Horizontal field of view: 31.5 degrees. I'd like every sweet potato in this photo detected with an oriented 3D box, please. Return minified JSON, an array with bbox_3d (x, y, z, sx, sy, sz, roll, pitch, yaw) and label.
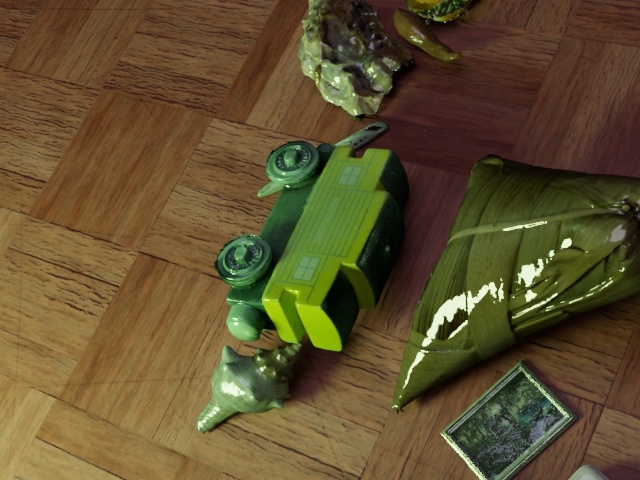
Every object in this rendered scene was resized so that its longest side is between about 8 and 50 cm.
[{"bbox_3d":[0.210,-0.397,2.242,0.050,0.050,0.214,-42,51,-2],"label":"sweet potato"}]

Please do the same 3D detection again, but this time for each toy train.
[{"bbox_3d":[0.000,0.000,2.015,0.272,0.179,0.442,7,53,25],"label":"toy train"}]

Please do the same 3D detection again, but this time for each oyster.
[{"bbox_3d":[0.043,-0.404,2.297,0.201,0.107,0.354,-33,53,0],"label":"oyster"}]

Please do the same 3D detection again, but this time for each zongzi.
[{"bbox_3d":[0.349,0.114,1.736,0.500,0.218,0.467,14,81,60],"label":"zongzi"}]

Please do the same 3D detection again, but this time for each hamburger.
[{"bbox_3d":[0.240,-0.512,2.270,0.164,0.093,0.190,-14,59,15],"label":"hamburger"}]

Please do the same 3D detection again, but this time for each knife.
[{"bbox_3d":[0.004,-0.156,2.223,0.293,0.020,0.043,-30,52,6],"label":"knife"}]

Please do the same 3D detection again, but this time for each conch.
[{"bbox_3d":[-0.132,0.244,1.987,0.234,0.114,0.137,-19,84,5],"label":"conch"}]

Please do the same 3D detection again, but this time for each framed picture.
[{"bbox_3d":[0.301,0.297,1.827,0.183,0.011,0.142,-42,53,-1],"label":"framed picture"}]

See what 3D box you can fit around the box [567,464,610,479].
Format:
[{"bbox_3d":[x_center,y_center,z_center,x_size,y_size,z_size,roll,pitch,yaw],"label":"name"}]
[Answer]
[{"bbox_3d":[0.352,0.475,1.682,0.285,0.044,0.142,-45,56,-4],"label":"box"}]
